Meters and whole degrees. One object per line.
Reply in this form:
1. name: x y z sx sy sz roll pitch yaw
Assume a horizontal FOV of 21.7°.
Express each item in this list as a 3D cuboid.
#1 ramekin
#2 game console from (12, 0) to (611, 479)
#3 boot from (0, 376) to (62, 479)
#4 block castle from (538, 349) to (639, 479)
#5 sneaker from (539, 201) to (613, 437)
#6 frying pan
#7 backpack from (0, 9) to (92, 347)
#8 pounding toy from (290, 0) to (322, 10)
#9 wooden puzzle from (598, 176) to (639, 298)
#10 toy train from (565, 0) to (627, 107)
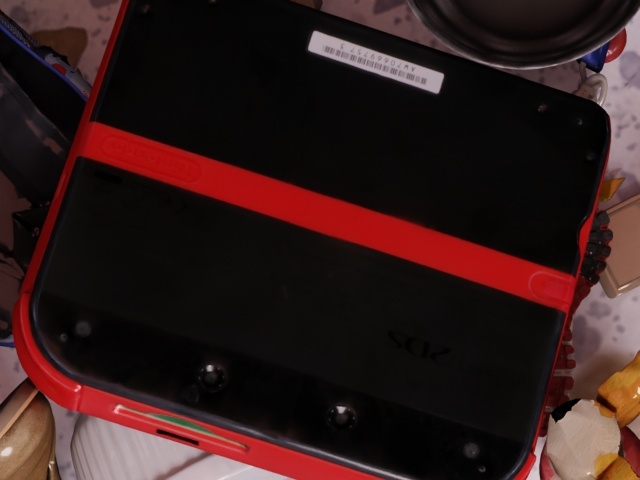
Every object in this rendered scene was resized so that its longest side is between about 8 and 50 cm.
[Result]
1. ramekin: -0.094 0.160 1.291 0.207 0.207 0.109 -29 72 5
2. game console: 0.000 0.000 1.215 0.387 0.060 0.342 18 69 -4
3. boot: -0.217 0.191 1.264 0.115 0.305 0.112 40 67 8
4. block castle: 0.408 0.112 1.219 0.453 0.213 0.303 -43 69 -3
5. sneaker: 0.160 0.070 1.317 0.088 0.093 0.225 25 87 -13
6. frying pan: 0.095 -0.193 1.249 0.326 0.053 0.197 -24 76 4
7. backpack: -0.270 -0.043 1.325 0.263 0.213 0.276 39 95 18
8. pounding toy: -0.112 -0.265 1.354 0.181 0.094 0.206 -12 104 8
9. wooden puzzle: 0.249 0.001 1.344 0.079 0.014 0.116 -21 83 11
10. toy train: 0.167 -0.177 1.331 0.143 0.105 0.248 14 88 20
